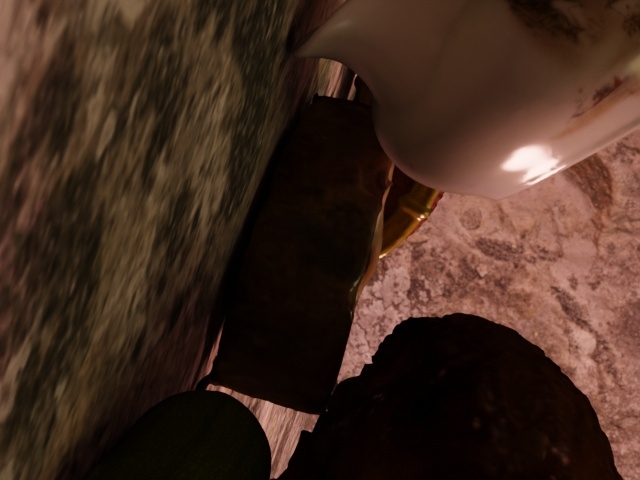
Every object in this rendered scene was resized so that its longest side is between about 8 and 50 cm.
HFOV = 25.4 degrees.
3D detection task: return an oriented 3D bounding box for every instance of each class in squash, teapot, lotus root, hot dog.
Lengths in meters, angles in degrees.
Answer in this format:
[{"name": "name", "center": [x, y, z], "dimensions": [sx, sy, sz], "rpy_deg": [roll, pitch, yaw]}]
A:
[{"name": "squash", "center": [-0.058, 0.103, 0.551], "dimensions": [0.258, 0.069, 0.069], "rpy_deg": [-52, 160, -79]}, {"name": "teapot", "center": [0.125, -0.116, 0.768], "dimensions": [0.298, 0.139, 0.204], "rpy_deg": [-32, 179, -36]}, {"name": "lotus root", "center": [0.000, 0.000, 0.853], "dimensions": [0.260, 0.075, 0.170], "rpy_deg": [-65, 170, -63]}, {"name": "hot dog", "center": [0.022, 0.167, 0.682], "dimensions": [0.267, 0.174, 0.387], "rpy_deg": [-47, 176, -7]}]

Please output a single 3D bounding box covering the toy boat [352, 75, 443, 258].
[{"name": "toy boat", "center": [0.061, -0.105, 1.066], "dimensions": [0.141, 0.099, 0.317], "rpy_deg": [26, -79, 52]}]
